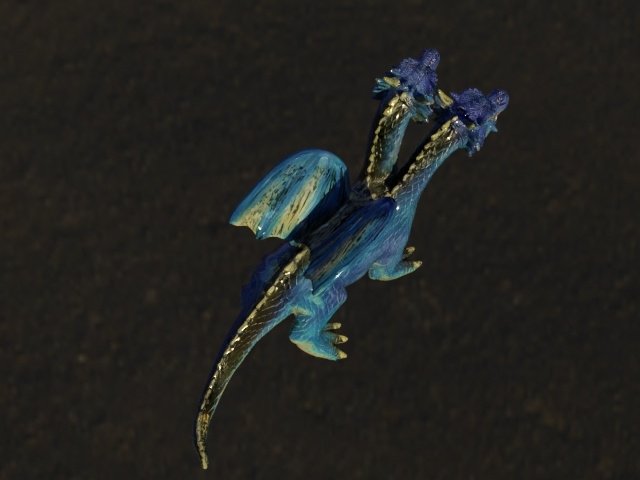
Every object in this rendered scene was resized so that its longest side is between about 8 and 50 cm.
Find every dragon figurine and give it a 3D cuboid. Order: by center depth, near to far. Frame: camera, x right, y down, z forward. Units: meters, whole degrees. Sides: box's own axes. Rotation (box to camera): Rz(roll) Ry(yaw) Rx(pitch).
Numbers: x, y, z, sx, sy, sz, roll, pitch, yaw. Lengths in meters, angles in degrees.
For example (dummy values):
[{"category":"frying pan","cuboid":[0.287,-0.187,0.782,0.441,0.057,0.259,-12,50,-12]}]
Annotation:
[{"category":"dragon figurine","cuboid":[0.000,0.000,1.181,0.085,0.144,0.289,39,66,21]}]
